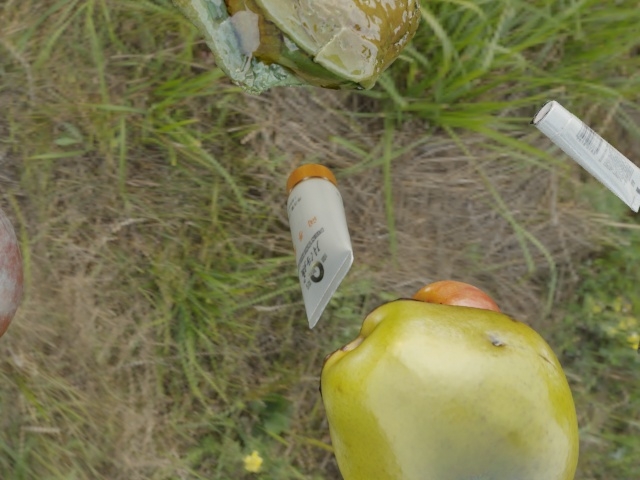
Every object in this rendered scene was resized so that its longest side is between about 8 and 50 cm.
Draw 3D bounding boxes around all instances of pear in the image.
[{"bbox_3d":[0.186,0.273,1.479,0.386,0.191,0.340,35,105,-18],"label":"pear"}]

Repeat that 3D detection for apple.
[{"bbox_3d":[0.207,0.169,1.853,0.164,0.209,0.209,40,75,-32],"label":"apple"}]

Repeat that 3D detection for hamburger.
[{"bbox_3d":[-0.017,-0.262,1.014,0.265,0.134,0.285,57,33,-22],"label":"hamburger"}]

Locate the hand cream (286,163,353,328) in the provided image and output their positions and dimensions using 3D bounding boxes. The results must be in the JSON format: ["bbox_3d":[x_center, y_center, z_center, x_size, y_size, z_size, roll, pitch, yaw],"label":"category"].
[{"bbox_3d":[0.000,0.000,1.714,0.089,0.314,0.139,19,117,-21],"label":"hand cream"}]

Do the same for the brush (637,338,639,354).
[{"bbox_3d":[0.479,0.044,1.555,0.043,0.036,0.248,74,35,-66],"label":"brush"}]

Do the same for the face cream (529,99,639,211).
[{"bbox_3d":[0.480,-0.154,1.932,0.244,0.058,0.092,38,55,-10],"label":"face cream"}]

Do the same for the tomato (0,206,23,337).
[{"bbox_3d":[-0.570,0.036,1.517,0.282,0.317,0.316,-43,115,-28],"label":"tomato"}]
